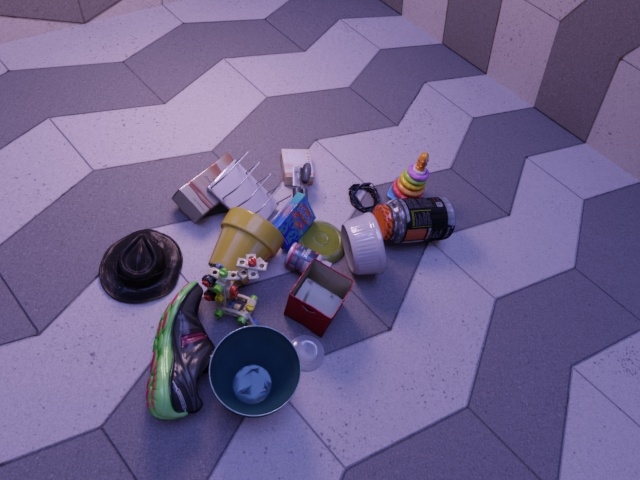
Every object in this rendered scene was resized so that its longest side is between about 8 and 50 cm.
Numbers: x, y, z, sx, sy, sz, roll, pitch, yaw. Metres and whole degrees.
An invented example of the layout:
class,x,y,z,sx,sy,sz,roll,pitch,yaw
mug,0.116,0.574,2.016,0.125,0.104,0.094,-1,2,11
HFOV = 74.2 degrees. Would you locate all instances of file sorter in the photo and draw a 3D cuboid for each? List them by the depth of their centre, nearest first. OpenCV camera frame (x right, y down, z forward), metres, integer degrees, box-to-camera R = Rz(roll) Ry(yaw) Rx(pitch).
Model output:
class,x,y,z,sx,sy,sz,roll,pitch,yaw
file sorter,-0.288,-0.207,1.777,0.278,0.173,0.192,45,57,-17

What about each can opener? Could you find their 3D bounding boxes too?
class,x,y,z,sx,sy,sz,roll,pitch,yaw
can opener,-0.089,-0.223,1.940,0.074,0.093,0.279,6,75,-25

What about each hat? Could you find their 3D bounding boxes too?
class,x,y,z,sx,sy,sz,roll,pitch,yaw
hat,-0.690,0.067,1.616,0.332,0.133,0.330,6,56,-8

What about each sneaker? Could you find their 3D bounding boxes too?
class,x,y,z,sx,sy,sz,roll,pitch,yaw
sneaker,-0.464,0.370,1.467,0.203,0.185,0.481,19,51,-28

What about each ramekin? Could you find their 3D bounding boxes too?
class,x,y,z,sx,sy,sz,roll,pitch,yaw
ramekin,0.174,0.022,1.778,0.127,0.272,0.272,-12,59,-5

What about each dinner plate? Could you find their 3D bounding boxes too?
class,x,y,z,sx,sy,sz,roll,pitch,yaw
dinner plate,-0.053,0.422,1.597,0.142,0.017,0.141,7,54,-10

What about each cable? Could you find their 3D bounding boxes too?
class,x,y,z,sx,sy,sz,roll,pitch,yaw
cable,0.213,-0.213,2.069,0.151,0.047,0.184,2,57,-12

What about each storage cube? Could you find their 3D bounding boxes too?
class,x,y,z,sx,sy,sz,roll,pitch,yaw
storage cube,-0.008,0.223,1.633,0.184,0.193,0.215,30,54,8

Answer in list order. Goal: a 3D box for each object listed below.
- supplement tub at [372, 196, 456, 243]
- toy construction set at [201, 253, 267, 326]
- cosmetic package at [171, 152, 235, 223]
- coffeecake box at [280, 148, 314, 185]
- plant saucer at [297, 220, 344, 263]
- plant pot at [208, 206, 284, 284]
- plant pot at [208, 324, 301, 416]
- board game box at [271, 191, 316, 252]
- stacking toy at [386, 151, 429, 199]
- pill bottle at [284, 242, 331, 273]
class,x,y,z,sx,sy,sz,roll,pitch,yaw
supplement tub,0.423,-0.093,1.938,0.339,0.207,0.206,-4,58,-16
toy construction set,-0.303,0.182,1.513,0.215,0.327,0.151,24,38,7
cosmetic package,-0.475,-0.230,1.843,0.153,0.129,0.296,48,57,-11
coffeecake box,-0.116,-0.360,2.077,0.143,0.068,0.185,-2,57,-14
plant saucer,0.000,0.000,1.881,0.241,0.037,0.240,6,56,-9
plant pot,-0.310,0.034,1.673,0.254,0.254,0.238,28,70,6
plant pot,-0.222,0.457,1.422,0.291,0.195,0.289,6,56,-9
board game box,-0.116,-0.076,1.801,0.047,0.160,0.210,21,64,33
stacking toy,0.456,-0.311,2.035,0.166,0.301,0.175,28,54,6
pill bottle,-0.049,0.092,1.764,0.180,0.107,0.107,26,55,4
